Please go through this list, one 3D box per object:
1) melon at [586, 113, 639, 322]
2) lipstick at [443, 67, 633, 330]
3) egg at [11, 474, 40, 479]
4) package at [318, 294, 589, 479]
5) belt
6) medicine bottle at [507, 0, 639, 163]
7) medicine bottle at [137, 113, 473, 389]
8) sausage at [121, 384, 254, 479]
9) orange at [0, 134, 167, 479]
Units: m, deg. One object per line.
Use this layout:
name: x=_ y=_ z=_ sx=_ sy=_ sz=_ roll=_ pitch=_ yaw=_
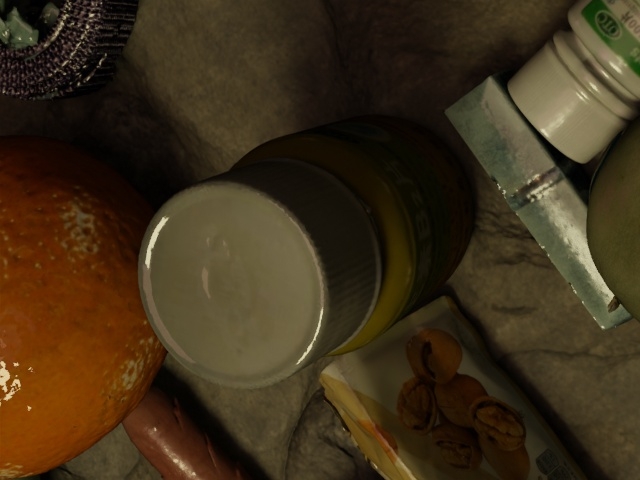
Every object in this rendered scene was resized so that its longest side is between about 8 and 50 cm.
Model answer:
melon: x=0.392 y=-0.027 z=0.940 sx=0.330 sy=0.268 sz=0.268 roll=-32 pitch=88 yaw=27
lipstick: x=0.247 y=-0.042 z=1.107 sx=0.076 sy=0.077 sz=0.289 roll=-36 pitch=88 yaw=31
egg: x=-0.533 y=0.316 z=1.429 sx=0.276 sy=0.276 sz=0.389 roll=-35 pitch=86 yaw=27
package: x=0.131 y=0.250 z=1.149 sx=0.311 sy=0.221 sz=0.165 roll=51 pitch=131 yaw=11
belt: x=-0.354 y=-0.333 z=1.286 sx=0.260 sy=0.122 sz=0.324 roll=1 pitch=102 yaw=19
medicine bottle: x=0.302 y=-0.193 z=1.013 sx=0.139 sy=0.139 sz=0.237 roll=48 pitch=114 yaw=7
medicine bottle: x=0.000 y=0.000 z=1.057 sx=0.224 sy=0.384 sz=0.224 roll=6 pitch=104 yaw=24
sausage: x=-0.112 y=0.332 z=1.345 sx=0.433 sy=0.088 sz=0.088 roll=45 pitch=115 yaw=6
orange: x=-0.364 y=0.082 z=1.249 sx=0.424 sy=0.326 sz=0.423 roll=-14 pitch=53 yaw=19
